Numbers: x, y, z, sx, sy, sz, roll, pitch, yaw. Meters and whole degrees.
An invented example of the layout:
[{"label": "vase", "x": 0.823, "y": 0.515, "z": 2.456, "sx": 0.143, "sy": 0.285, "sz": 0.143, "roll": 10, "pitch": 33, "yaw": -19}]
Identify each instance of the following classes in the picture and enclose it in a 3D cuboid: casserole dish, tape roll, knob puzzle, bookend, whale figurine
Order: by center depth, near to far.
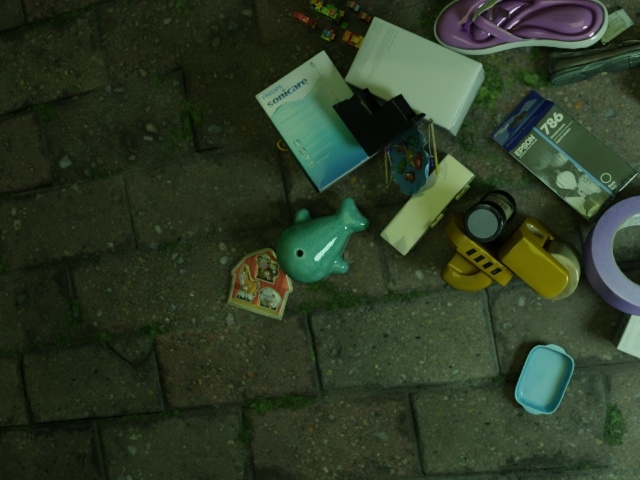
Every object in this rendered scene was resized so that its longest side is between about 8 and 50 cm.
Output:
[{"label": "tape roll", "x": 0.764, "y": 0.036, "z": 1.561, "sx": 0.275, "sy": 0.090, "sz": 0.274, "roll": -2, "pitch": 72, "yaw": 6}, {"label": "bookend", "x": 0.139, "y": -0.312, "z": 1.613, "sx": 0.156, "sy": 0.072, "sz": 0.157, "roll": -36, "pitch": 91, "yaw": 38}, {"label": "casserole dish", "x": 0.571, "y": 0.352, "z": 1.712, "sx": 0.114, "sy": 0.037, "sz": 0.188, "roll": 20, "pitch": 99, "yaw": 14}, {"label": "whale figurine", "x": 0.000, "y": 0.000, "z": 1.799, "sx": 0.272, "sy": 0.141, "sz": 0.216, "roll": -37, "pitch": 83, "yaw": 14}, {"label": "knob puzzle", "x": -0.170, "y": 0.114, "z": 1.913, "sx": 0.213, "sy": 0.030, "sz": 0.213, "roll": 1, "pitch": 93, "yaw": 16}]

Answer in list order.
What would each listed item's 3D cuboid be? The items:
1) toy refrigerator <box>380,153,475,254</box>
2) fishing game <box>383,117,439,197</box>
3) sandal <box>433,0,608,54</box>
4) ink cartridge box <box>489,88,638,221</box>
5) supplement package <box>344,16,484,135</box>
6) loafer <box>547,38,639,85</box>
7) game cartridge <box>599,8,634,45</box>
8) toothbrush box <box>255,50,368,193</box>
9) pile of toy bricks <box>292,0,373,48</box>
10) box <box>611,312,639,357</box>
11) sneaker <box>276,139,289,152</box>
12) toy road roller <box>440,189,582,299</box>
[{"label": "toy refrigerator", "x": 0.282, "y": -0.089, "z": 1.734, "sx": 0.094, "sy": 0.102, "sz": 0.269, "roll": 41, "pitch": 102, "yaw": 10}, {"label": "fishing game", "x": 0.214, "y": -0.202, "z": 1.685, "sx": 0.041, "sy": 0.264, "sz": 0.189, "roll": -6, "pitch": 93, "yaw": -22}, {"label": "sandal", "x": 0.477, "y": -0.552, "z": 1.630, "sx": 0.417, "sy": 0.102, "sz": 0.169, "roll": 4, "pitch": 84, "yaw": 23}, {"label": "ink cartridge box", "x": 0.596, "y": -0.214, "z": 1.658, "sx": 0.333, "sy": 0.065, "sz": 0.165, "roll": 43, "pitch": 104, "yaw": 11}, {"label": "supplement package", "x": 0.241, "y": -0.407, "z": 1.686, "sx": 0.293, "sy": 0.177, "sz": 0.175, "roll": 28, "pitch": 100, "yaw": 13}, {"label": "loafer", "x": 0.682, "y": -0.448, "z": 1.605, "sx": 0.268, "sy": 0.096, "sz": 0.084, "roll": -12, "pitch": 80, "yaw": 19}, {"label": "game cartridge", "x": 0.710, "y": -0.521, "z": 1.630, "sx": 0.083, "sy": 0.017, "sz": 0.056, "roll": -35, "pitch": 87, "yaw": 15}, {"label": "toothbrush box", "x": 0.000, "y": -0.303, "z": 1.745, "sx": 0.216, "sy": 0.126, "sz": 0.295, "roll": -35, "pitch": 91, "yaw": -2}, {"label": "pile of toy bricks", "x": 0.032, "y": -0.592, "z": 1.772, "sx": 0.212, "sy": 0.105, "sz": 0.118, "roll": 29, "pitch": 100, "yaw": 12}, {"label": "box", "x": 0.769, "y": 0.225, "z": 1.613, "sx": 0.087, "sy": 0.102, "sz": 0.101, "roll": 22, "pitch": 98, "yaw": 16}, {"label": "sneaker", "x": -0.043, "y": -0.300, "z": 1.832, "sx": 0.175, "sy": 0.067, "sz": 0.064, "roll": -44, "pitch": 80, "yaw": 12}, {"label": "toy road roller", "x": 0.450, "y": 0.048, "z": 1.653, "sx": 0.329, "sy": 0.202, "sz": 0.240, "roll": 40, "pitch": 117, "yaw": 11}]
